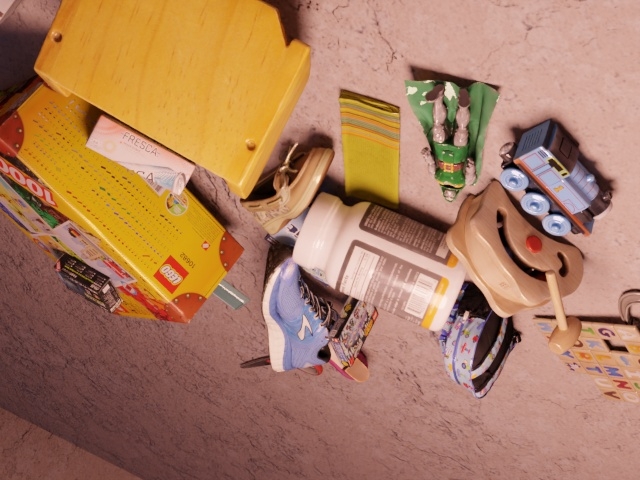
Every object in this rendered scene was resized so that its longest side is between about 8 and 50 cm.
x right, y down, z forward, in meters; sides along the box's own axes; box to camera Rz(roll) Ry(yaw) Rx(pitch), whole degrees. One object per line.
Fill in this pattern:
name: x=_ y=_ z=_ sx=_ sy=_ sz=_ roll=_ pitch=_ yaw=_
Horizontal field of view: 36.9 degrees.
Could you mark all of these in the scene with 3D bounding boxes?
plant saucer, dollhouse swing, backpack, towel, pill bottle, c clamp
plant saucer: x=-0.246 y=0.091 z=2.138 sx=0.192 sy=0.018 sz=0.067 roll=39 pitch=147 yaw=-10
dollhouse swing: x=-0.198 y=-0.258 z=1.483 sx=0.347 sy=0.305 sz=0.315 roll=29 pitch=105 yaw=4
backpack: x=0.268 y=0.182 z=1.686 sx=0.117 sy=0.173 sz=0.158 roll=12 pitch=143 yaw=29
towel: x=0.080 y=-0.139 z=1.551 sx=0.102 sy=0.021 sz=0.237 roll=20 pitch=146 yaw=19
pill bottle: x=0.105 y=0.030 z=1.616 sx=0.278 sy=0.162 sz=0.162 roll=23 pitch=147 yaw=8
c clamp: x=0.551 y=0.137 z=1.530 sx=0.161 sy=0.022 sz=0.137 roll=18 pitch=146 yaw=19

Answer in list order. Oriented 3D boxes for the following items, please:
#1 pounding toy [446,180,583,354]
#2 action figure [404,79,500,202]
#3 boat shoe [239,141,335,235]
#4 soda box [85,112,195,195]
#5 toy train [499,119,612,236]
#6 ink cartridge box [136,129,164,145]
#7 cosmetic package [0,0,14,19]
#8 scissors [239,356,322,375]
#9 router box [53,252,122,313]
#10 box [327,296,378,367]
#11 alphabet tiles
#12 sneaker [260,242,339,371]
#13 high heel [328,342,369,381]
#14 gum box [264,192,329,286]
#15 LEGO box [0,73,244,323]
pounding toy: x=0.333 y=0.025 z=1.462 sx=0.269 sy=0.154 sz=0.155 roll=54 pitch=146 yaw=0
action figure: x=0.195 y=-0.137 z=1.425 sx=0.137 sy=0.063 sz=0.232 roll=15 pitch=148 yaw=20
boat shoe: x=-0.063 y=-0.092 z=1.656 sx=0.089 sy=0.104 sz=0.285 roll=34 pitch=149 yaw=-9
soda box: x=-0.309 y=-0.149 z=1.655 sx=0.183 sy=0.063 sz=0.058 roll=28 pitch=-173 yaw=-11
toy train: x=0.336 y=-0.081 z=1.364 sx=0.184 sy=0.080 sz=0.105 roll=43 pitch=140 yaw=-17
ink cartridge box: x=-0.254 y=-0.240 z=1.658 sx=0.311 sy=0.065 sz=0.185 roll=6 pitch=139 yaw=37
cosmetic package: x=-0.549 y=-0.443 z=1.605 sx=0.117 sy=0.085 sz=0.231 roll=42 pitch=148 yaw=-17
scissors: x=-0.114 y=0.277 z=2.283 sx=0.297 sy=0.021 sz=0.109 roll=-2 pitch=138 yaw=43
router box: x=-0.456 y=0.085 z=1.883 sx=0.122 sy=0.038 sz=0.092 roll=27 pitch=156 yaw=21
box: x=0.065 y=0.165 z=1.866 sx=0.027 sy=0.137 sz=0.094 roll=9 pitch=142 yaw=29
alphabet tiles: x=0.503 y=0.215 z=1.669 sx=0.198 sy=0.009 sz=0.237 roll=0 pitch=139 yaw=47
sneaker: x=-0.034 y=0.128 z=1.867 sx=0.147 sy=0.129 sz=0.330 roll=-1 pitch=136 yaw=6
high heel: x=0.013 y=0.203 z=2.046 sx=0.244 sy=0.082 sz=0.117 roll=42 pitch=177 yaw=-6
gum box: x=0.000 y=0.000 z=1.786 sx=0.157 sy=0.041 sz=0.184 roll=37 pitch=147 yaw=-9
LEGO box: x=-0.447 y=-0.077 z=1.862 sx=0.500 sy=0.193 sz=0.372 roll=48 pitch=154 yaw=-24
